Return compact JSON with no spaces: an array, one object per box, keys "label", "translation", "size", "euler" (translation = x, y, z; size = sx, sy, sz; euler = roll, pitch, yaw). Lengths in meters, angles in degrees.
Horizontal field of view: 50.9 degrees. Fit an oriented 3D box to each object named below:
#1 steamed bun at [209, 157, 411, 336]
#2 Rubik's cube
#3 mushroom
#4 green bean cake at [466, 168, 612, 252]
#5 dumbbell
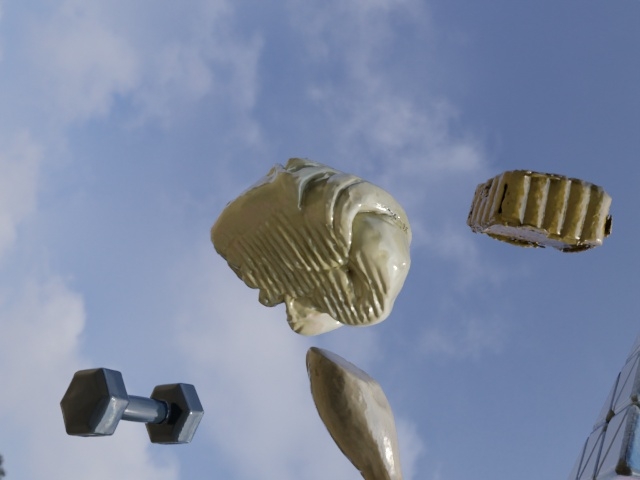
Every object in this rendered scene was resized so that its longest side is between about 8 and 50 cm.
[{"label":"steamed bun","translation":[0.000,0.000,1.276],"size":[0.352,0.247,0.339],"euler":[-32,-76,33]},{"label":"Rubik's cube","translation":[0.432,0.259,0.848],"size":[0.233,0.228,0.228],"euler":[66,-6,-19]},{"label":"mushroom","translation":[0.074,0.342,1.221],"size":[0.128,0.128,0.350],"euler":[-22,-87,48]},{"label":"green bean cake","translation":[0.425,-0.057,1.320],"size":[0.224,0.229,0.131],"euler":[149,-46,-83]},{"label":"dumbbell","translation":[-0.413,0.374,1.499],"size":[0.143,0.316,0.156],"euler":[23,-95,37]}]
